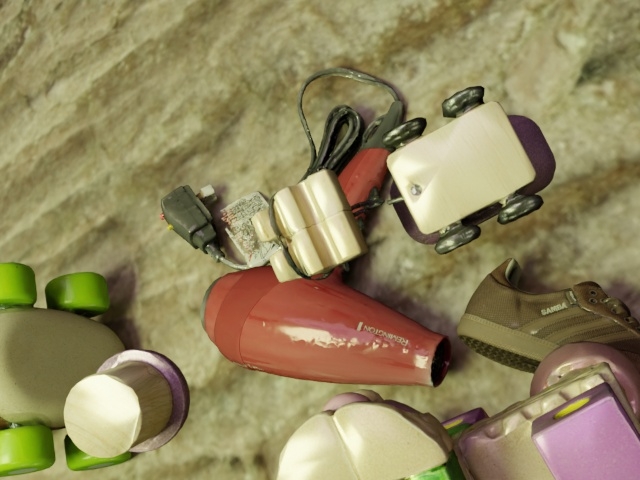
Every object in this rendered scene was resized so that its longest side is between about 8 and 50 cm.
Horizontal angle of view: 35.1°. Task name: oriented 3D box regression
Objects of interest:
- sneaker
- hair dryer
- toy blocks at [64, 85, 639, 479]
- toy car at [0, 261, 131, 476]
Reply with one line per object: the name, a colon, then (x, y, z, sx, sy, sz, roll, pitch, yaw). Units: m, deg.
sneaker: (0.179, 0.061, 0.648, 0.188, 0.066, 0.071, 19, 74, 32)
hair dryer: (0.000, 0.000, 0.762, 0.223, 0.080, 0.293, -38, 57, 9)
toy blocks: (0.052, 0.122, 0.584, 0.288, 0.260, 0.309, -26, 85, 12)
toy car: (-0.264, 0.123, 0.827, 0.188, 0.149, 0.155, -22, 70, 32)
